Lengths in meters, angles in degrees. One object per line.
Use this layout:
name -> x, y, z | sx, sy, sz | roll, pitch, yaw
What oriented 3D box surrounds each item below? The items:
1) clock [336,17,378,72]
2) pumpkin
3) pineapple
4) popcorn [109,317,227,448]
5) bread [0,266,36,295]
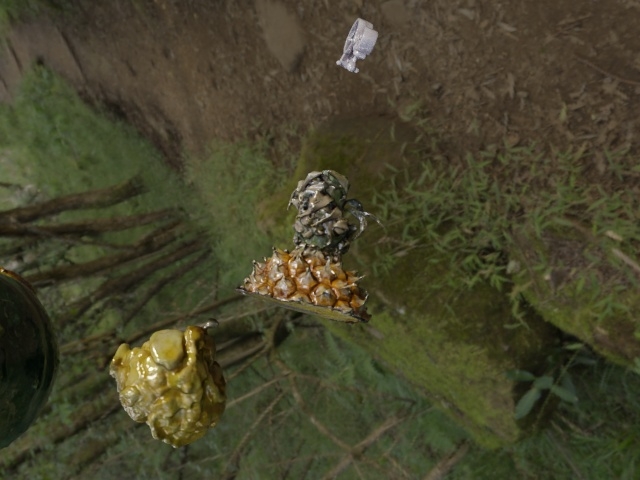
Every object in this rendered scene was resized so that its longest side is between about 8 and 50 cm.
clock -> 0.065, -0.327, 1.087 | 0.129, 0.041, 0.087 | -108, 41, -68
pumpkin -> -0.480, 0.158, 0.844 | 0.197, 0.293, 0.263 | 12, -111, -72
pineapple -> 0.000, 0.000, 1.214 | 0.262, 0.262, 0.271 | -12, 63, 67
popcorn -> -0.219, 0.214, 0.939 | 0.194, 0.163, 0.140 | 94, 164, -44
bread -> -0.570, 0.127, 1.136 | 0.132, 0.103, 0.172 | 41, -172, -27
